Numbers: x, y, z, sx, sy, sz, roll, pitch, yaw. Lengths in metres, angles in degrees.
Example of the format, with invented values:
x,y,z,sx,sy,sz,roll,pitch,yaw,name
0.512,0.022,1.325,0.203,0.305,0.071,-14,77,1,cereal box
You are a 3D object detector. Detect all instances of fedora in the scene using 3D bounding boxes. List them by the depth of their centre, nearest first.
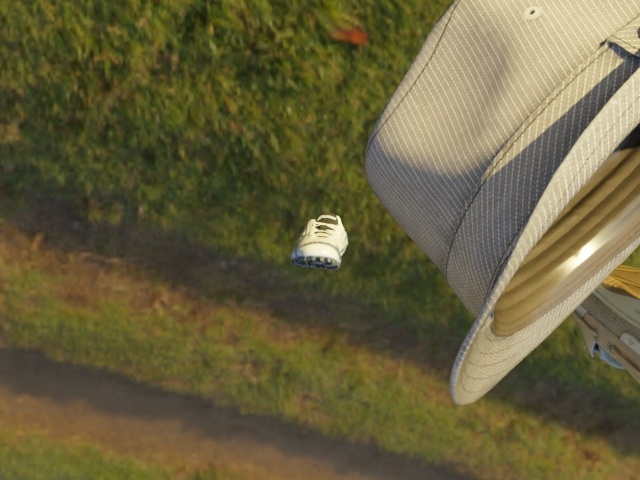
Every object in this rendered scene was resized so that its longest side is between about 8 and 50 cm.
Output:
x,y,z,sx,sy,sz,roll,pitch,yaw,name
0.118,-0.061,0.566,0.275,0.124,0.244,-45,159,-6,fedora

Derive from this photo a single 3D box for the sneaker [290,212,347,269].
x,y,z,sx,sy,sz,roll,pitch,yaw,name
0.000,0.000,1.810,0.085,0.086,0.237,6,-174,3,sneaker

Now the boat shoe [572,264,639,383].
x,y,z,sx,sy,sz,roll,pitch,yaw,name
0.348,0.094,1.328,0.121,0.341,0.110,10,101,-12,boat shoe
